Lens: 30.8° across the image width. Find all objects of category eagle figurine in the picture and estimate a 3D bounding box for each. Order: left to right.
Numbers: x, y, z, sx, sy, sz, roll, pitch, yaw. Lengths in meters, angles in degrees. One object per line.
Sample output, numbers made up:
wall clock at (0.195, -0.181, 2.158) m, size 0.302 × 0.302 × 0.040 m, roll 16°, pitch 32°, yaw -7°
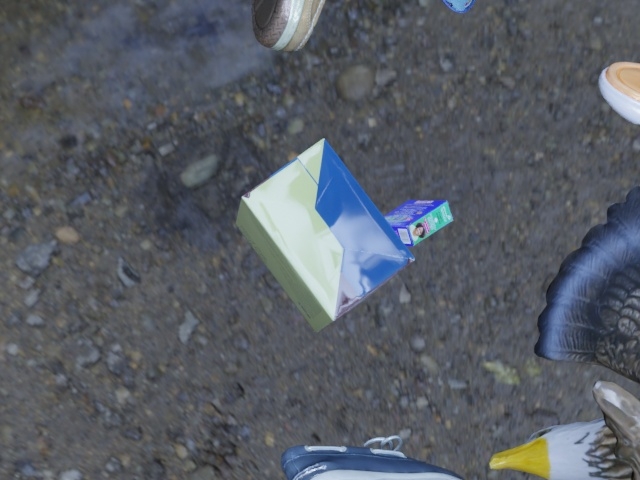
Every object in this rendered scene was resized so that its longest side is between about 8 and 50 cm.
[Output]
eagle figurine at (0.199, 0.095, 0.603) m, size 0.225 × 0.298 × 0.226 m, roll 23°, pitch 103°, yaw 16°

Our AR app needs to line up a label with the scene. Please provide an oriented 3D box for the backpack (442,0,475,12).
backpack at (0.129, -0.270, 0.989) m, size 0.117 × 0.158 × 0.173 m, roll -41°, pitch 48°, yaw 3°

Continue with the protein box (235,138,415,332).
protein box at (0.000, 0.000, 1.562) m, size 0.136 × 0.201 × 0.199 m, roll -36°, pitch 86°, yaw -11°

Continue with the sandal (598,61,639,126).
sandal at (0.318, -0.086, 0.754) m, size 0.265 × 0.076 × 0.102 m, roll 16°, pitch 35°, yaw 2°

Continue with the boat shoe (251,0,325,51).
boat shoe at (0.005, -0.195, 0.770) m, size 0.072 × 0.068 × 0.190 m, roll 25°, pitch 57°, yaw -24°

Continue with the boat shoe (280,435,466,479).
boat shoe at (0.065, 0.269, 1.291) m, size 0.095 × 0.255 × 0.079 m, roll -62°, pitch 41°, yaw 25°

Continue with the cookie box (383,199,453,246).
cookie box at (0.154, -0.030, 1.958) m, size 0.107 × 0.040 × 0.092 m, roll -32°, pitch 22°, yaw -36°
